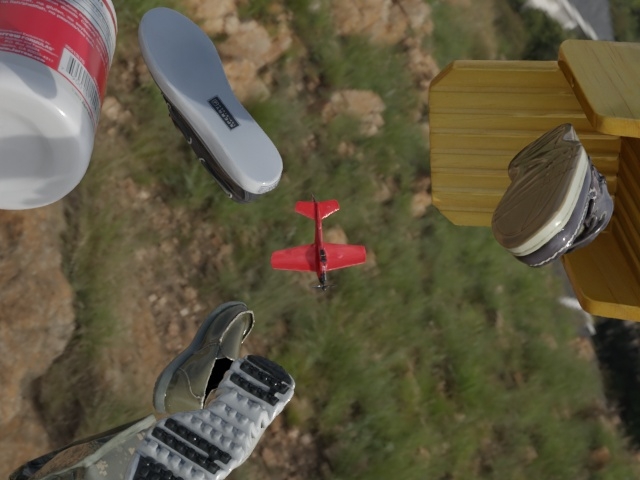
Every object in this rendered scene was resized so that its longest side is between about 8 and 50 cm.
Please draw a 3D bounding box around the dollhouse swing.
[{"bbox_3d":[0.330,-0.078,1.498,0.315,0.305,0.347,-96,180,-51],"label":"dollhouse swing"}]

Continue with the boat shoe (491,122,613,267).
[{"bbox_3d":[0.228,-0.035,0.967,0.092,0.103,0.285,49,21,-7],"label":"boat shoe"}]

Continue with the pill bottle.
[{"bbox_3d":[-0.406,-0.254,1.421,0.229,0.229,0.407,41,31,-33],"label":"pill bottle"}]

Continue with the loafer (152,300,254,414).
[{"bbox_3d":[-0.160,0.187,1.569,0.251,0.087,0.094,-52,155,-47],"label":"loafer"}]

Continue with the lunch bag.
[{"bbox_3d":[-0.322,0.408,1.483,0.169,0.287,0.235,-30,94,-52],"label":"lunch bag"}]

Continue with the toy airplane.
[{"bbox_3d":[0.000,0.000,1.531,0.151,0.028,0.151,3,79,-16],"label":"toy airplane"}]

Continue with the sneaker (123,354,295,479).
[{"bbox_3d":[-0.138,0.260,1.286,0.110,0.118,0.292,34,35,17],"label":"sneaker"}]

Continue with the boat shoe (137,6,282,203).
[{"bbox_3d":[-0.125,-0.137,1.085,0.080,0.076,0.228,-35,86,-37],"label":"boat shoe"}]
